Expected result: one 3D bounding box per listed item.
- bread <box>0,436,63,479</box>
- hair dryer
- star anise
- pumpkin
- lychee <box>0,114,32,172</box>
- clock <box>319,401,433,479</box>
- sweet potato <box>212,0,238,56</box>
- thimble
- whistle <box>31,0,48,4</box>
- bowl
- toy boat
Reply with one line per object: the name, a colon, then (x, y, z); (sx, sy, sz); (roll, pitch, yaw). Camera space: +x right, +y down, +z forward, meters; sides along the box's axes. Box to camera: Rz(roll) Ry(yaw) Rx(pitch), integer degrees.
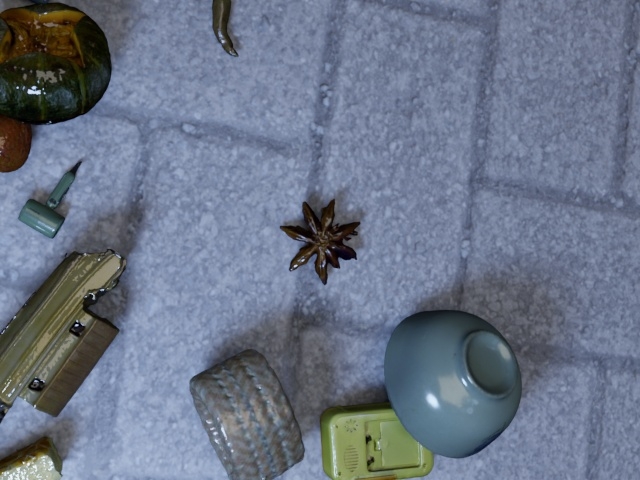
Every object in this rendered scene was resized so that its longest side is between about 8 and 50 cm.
bread: (-0.531, 0.408, 1.528); (0.188, 0.125, 0.068); (-27, 95, -15)
hair dryer: (-0.469, -0.082, 1.619); (0.071, 0.047, 0.150); (32, 73, -10)
star anise: (0.001, 0.000, 1.732); (0.167, 0.057, 0.168); (1, 86, -16)
pumpkin: (-0.474, -0.299, 1.554); (0.237, 0.159, 0.238); (5, 56, -8)
lychee: (-0.555, -0.158, 1.566); (0.114, 0.101, 0.140); (39, 72, -20)
clock: (0.106, 0.381, 1.719); (0.202, 0.096, 0.144); (-2, 90, -14)
sweet potato: (-0.185, -0.421, 1.717); (0.041, 0.038, 0.153); (-7, 90, 7)
thimble: (-0.127, 0.317, 1.607); (0.148, 0.196, 0.229); (-26, 92, -16)
whistle: (-0.617, -0.501, 1.591); (0.304, 0.062, 0.062); (23, 81, -13)
bowl: (0.274, 0.249, 1.690); (0.289, 0.146, 0.289); (15, 61, -28)
toy boat: (-0.477, 0.202, 1.562); (0.162, 0.136, 0.445); (38, 83, -6)
